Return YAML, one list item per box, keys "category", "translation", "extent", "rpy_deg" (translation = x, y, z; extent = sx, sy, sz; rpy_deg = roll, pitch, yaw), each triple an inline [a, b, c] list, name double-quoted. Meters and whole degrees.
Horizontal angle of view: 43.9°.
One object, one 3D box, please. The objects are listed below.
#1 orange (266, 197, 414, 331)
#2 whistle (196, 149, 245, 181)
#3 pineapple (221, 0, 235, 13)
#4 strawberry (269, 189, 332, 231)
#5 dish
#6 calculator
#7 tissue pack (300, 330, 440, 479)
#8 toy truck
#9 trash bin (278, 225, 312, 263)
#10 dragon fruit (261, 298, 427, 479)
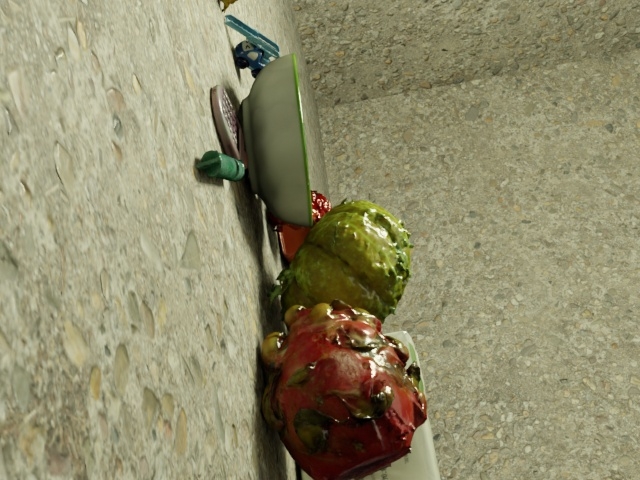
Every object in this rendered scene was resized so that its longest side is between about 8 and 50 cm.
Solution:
- category: "orange"
  translation: [0.053, 0.073, 1.524]
  extent: [0.223, 0.300, 0.301]
  rpy_deg: [38, -3, 5]
- category: "whistle"
  translation: [-0.143, -0.108, 1.157]
  extent: [0.186, 0.039, 0.039]
  rpy_deg: [-16, 96, -85]
- category: "pineapple"
  translation: [-0.144, -0.538, 1.453]
  extent: [0.233, 0.135, 0.079]
  rpy_deg: [77, 6, -49]
- category: "strawberry"
  translation: [-0.039, -0.064, 1.694]
  extent: [0.145, 0.145, 0.086]
  rpy_deg: [63, 27, -76]
- category: "dish"
  translation: [-0.091, -0.180, 1.481]
  extent: [0.324, 0.124, 0.324]
  rpy_deg: [175, -90, -89]
- category: "calculator"
  translation: [-0.150, -0.183, 1.317]
  extent: [0.166, 0.024, 0.103]
  rpy_deg: [72, 8, -47]
- category: "tissue pack"
  translation: [0.088, 0.385, 1.552]
  extent: [0.194, 0.266, 0.357]
  rpy_deg: [61, 19, -61]
- category: "toy truck"
  translation: [-0.149, -0.386, 1.580]
  extent: [0.136, 0.074, 0.063]
  rpy_deg: [26, 37, -31]
- category: "trash bin"
  translation: [0.000, 0.000, 1.868]
  extent: [0.239, 0.184, 0.161]
  rpy_deg: [51, 26, -69]
- category: "dragon fruit"
  translation: [0.022, 0.234, 1.287]
  extent: [0.269, 0.250, 0.291]
  rpy_deg: [20, 45, -59]
